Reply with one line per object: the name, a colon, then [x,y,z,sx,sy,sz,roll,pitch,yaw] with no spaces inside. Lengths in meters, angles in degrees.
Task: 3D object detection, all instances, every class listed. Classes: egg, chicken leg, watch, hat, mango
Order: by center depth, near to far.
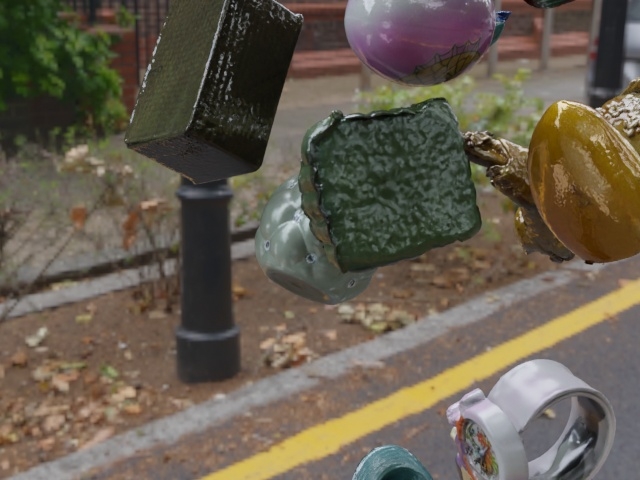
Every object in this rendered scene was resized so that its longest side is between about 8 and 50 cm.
egg: [0.138,-0.317,1.405,0.271,0.197,0.196,-7,17,-42]
hat: [0.117,0.396,1.423,0.138,0.078,0.191,-21,68,-36]
mango: [0.394,-0.093,1.459,0.138,0.257,0.187,-40,15,-18]
watch: [0.336,0.316,1.560,0.231,0.244,0.196,-19,26,-19]
chicken leg: [0.399,-0.071,1.789,0.409,0.182,0.295,24,-26,-3]

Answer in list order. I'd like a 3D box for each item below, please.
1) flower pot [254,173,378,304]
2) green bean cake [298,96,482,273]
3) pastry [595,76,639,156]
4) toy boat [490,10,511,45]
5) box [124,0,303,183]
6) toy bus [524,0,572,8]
flower pot: [0.000,0.000,1.765,0.246,0.195,0.246,23,-16,7]
green bean cake: [0.088,-0.079,1.340,0.227,0.223,0.125,-14,7,-11]
pastry: [0.723,-0.230,2.041,0.315,0.184,0.284,-19,54,-21]
toy boat: [0.291,-0.423,1.924,0.175,0.110,0.091,-21,-25,23]
box: [-0.161,-0.241,1.469,0.143,0.274,0.184,27,-21,-37]
toy bus: [0.209,-0.435,0.988,0.183,0.344,0.199,-24,-22,34]
